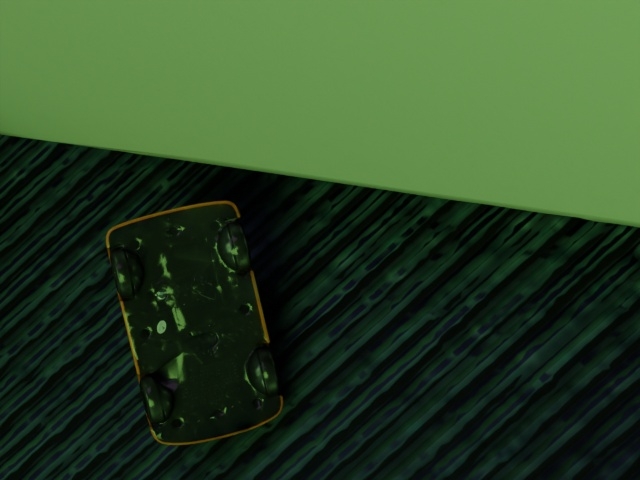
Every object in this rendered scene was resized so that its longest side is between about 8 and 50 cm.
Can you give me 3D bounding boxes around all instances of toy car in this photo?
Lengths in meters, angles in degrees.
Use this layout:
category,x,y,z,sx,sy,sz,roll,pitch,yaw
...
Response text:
category,x,y,z,sx,sy,sz,roll,pitch,yaw
toy car,0.000,0.000,0.481,0.122,0.060,0.040,-31,5,-7

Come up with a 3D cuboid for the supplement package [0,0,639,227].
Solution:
category,x,y,z,sx,sy,sz,roll,pitch,yaw
supplement package,0.040,-0.126,0.401,0.293,0.175,0.177,9,53,35
